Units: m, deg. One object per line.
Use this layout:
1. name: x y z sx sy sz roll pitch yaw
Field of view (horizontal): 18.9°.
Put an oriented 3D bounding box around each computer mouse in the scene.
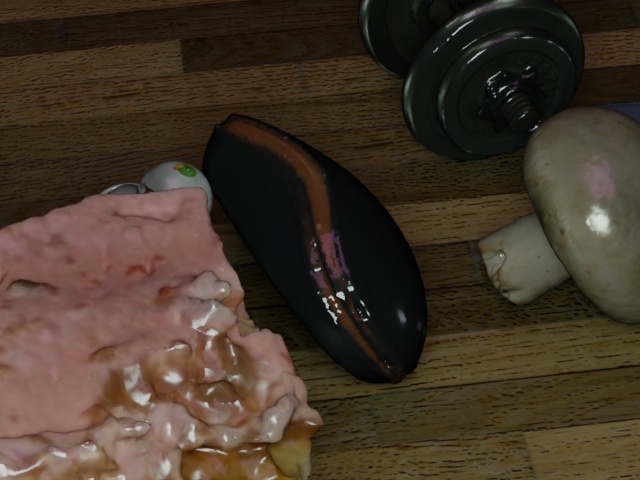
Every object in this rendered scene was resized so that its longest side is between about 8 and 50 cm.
1. computer mouse: 0.004 -0.003 1.710 0.116 0.183 0.323 -37 47 2

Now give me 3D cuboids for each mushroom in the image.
1. mushroom: 0.236 -0.011 1.722 0.204 0.204 0.204 -1 41 1

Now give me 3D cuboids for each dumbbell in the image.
1. dumbbell: 0.148 -0.200 1.919 0.192 0.192 0.290 -13 43 -13

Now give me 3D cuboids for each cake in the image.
1. cake: -0.180 0.152 1.461 0.314 0.293 0.307 -6 43 -14

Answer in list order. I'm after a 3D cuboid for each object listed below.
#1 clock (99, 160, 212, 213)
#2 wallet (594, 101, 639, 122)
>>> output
1. clock: -0.167 0.016 1.708 0.166 0.162 0.092 -32 47 -30
2. wallet: 0.375 -0.087 1.875 0.231 0.069 0.170 5 24 3
